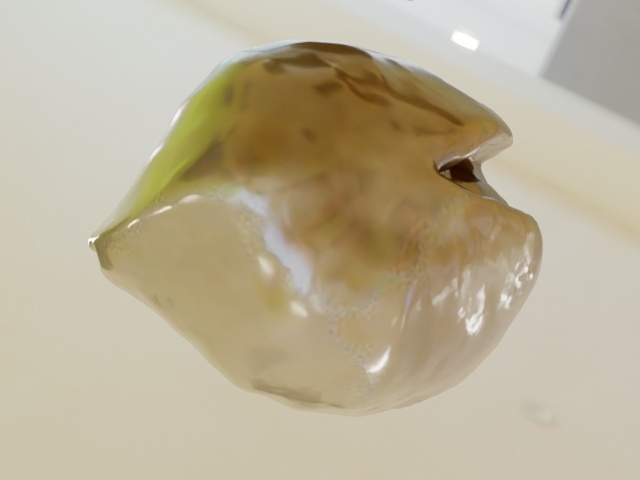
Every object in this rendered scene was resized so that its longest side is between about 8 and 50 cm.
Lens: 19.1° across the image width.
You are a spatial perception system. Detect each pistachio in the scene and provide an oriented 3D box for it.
[{"bbox_3d":[0.000,0.000,0.867,0.197,0.166,0.288,-12,172,5],"label":"pistachio"}]
